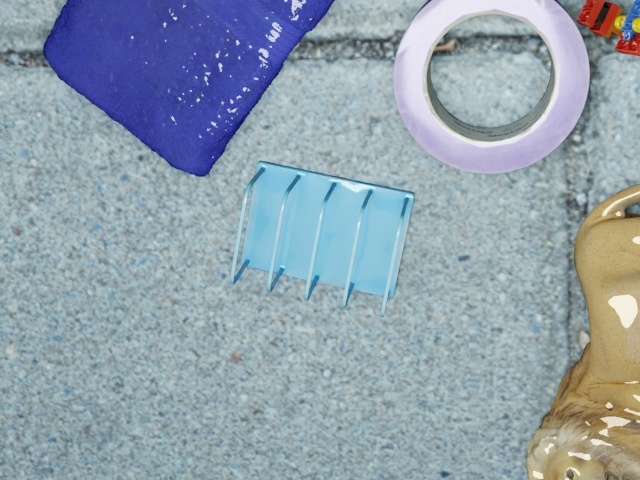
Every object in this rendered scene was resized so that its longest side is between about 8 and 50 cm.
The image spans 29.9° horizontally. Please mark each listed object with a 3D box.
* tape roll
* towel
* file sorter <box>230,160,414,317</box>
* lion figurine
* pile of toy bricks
[{"bbox_3d":[0.168,-0.165,1.185,0.189,0.080,0.189,2,105,7],"label":"tape roll"},{"bbox_3d":[-0.119,-0.244,1.212,0.227,0.076,0.308,39,108,3],"label":"towel"},{"bbox_3d":[0.000,0.000,1.243,0.170,0.104,0.118,12,107,5],"label":"file sorter"},{"bbox_3d":[0.324,0.089,1.224,0.240,0.142,0.392,-2,91,17],"label":"lion figurine"},{"bbox_3d":[0.344,-0.261,1.134,0.105,0.118,0.212,25,92,-29],"label":"pile of toy bricks"}]
